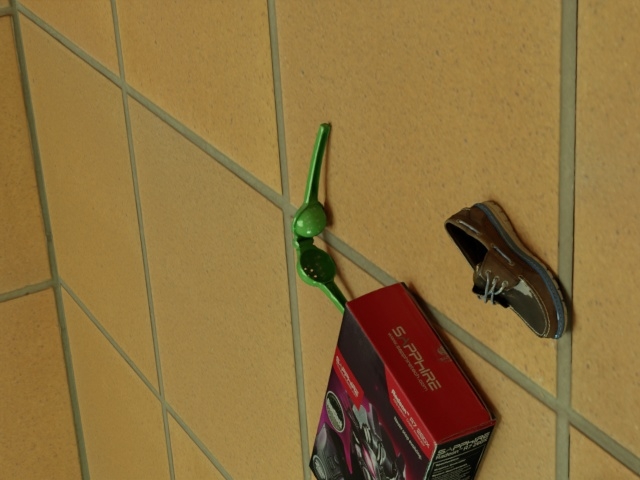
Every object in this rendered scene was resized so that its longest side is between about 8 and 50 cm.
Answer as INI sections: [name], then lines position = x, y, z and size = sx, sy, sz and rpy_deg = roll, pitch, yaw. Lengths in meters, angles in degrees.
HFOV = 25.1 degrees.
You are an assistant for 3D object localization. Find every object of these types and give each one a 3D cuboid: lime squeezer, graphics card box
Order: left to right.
[lime squeezer]
position = 0.000, 0.000, 1.937
size = 0.110, 0.058, 0.310
rpy_deg = 5, 108, 65
[graphics card box]
position = 0.094, 0.261, 1.844
size = 0.233, 0.094, 0.371
rpy_deg = 57, 152, 33

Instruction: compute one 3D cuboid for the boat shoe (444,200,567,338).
[boat shoe]
position = 0.191, 0.039, 1.524
size = 0.183, 0.066, 0.066
rpy_deg = 56, 151, 36
